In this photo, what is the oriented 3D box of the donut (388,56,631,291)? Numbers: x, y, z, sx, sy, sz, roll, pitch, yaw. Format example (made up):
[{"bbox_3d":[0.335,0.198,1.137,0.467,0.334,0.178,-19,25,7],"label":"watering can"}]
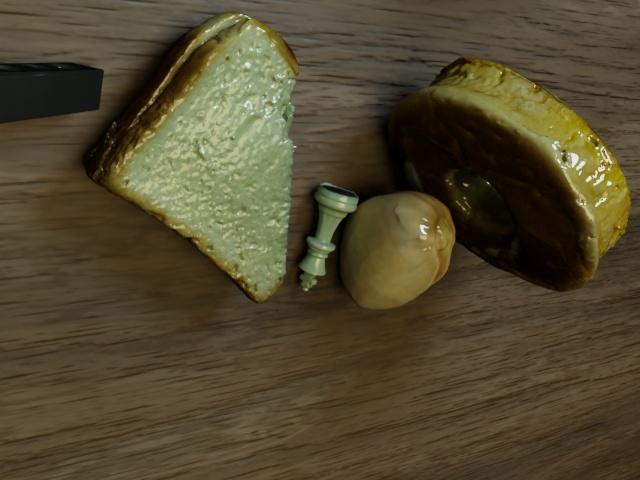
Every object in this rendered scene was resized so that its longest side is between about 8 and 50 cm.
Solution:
[{"bbox_3d":[0.246,-0.087,1.005,0.160,0.330,0.330,-40,127,-24],"label":"donut"}]

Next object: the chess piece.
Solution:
[{"bbox_3d":[0.000,0.000,1.028,0.059,0.059,0.149,9,109,-38],"label":"chess piece"}]

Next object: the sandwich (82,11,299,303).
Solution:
[{"bbox_3d":[-0.093,-0.094,0.889,0.254,0.099,0.288,-51,128,-7],"label":"sandwich"}]

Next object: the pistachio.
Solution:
[{"bbox_3d":[0.101,0.009,1.040,0.117,0.145,0.200,-33,168,-38],"label":"pistachio"}]

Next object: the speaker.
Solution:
[{"bbox_3d":[-0.263,-0.138,0.709,0.040,0.191,0.046,13,106,8],"label":"speaker"}]
